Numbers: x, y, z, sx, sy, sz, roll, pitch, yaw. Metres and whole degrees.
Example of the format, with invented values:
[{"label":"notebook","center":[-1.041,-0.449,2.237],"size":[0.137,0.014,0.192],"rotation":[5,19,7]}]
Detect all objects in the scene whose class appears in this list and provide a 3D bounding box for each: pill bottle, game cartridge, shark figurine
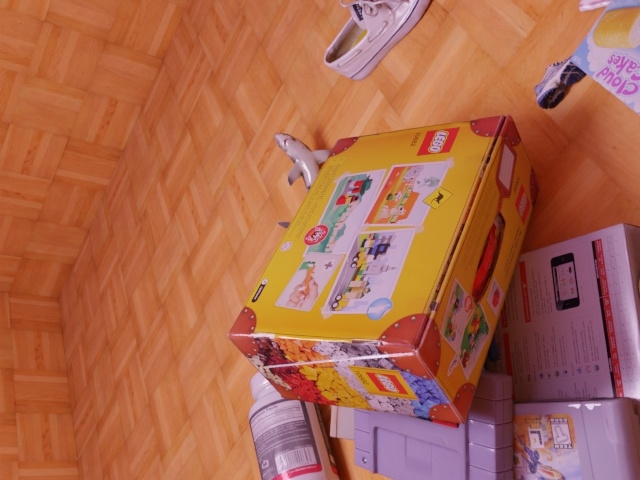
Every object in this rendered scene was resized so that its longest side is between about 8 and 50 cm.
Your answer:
[{"label":"pill bottle","center":[-0.074,0.464,1.715],"size":[0.176,0.176,0.319],"rotation":[-50,43,36]},{"label":"game cartridge","center":[0.180,0.316,1.249],"size":[0.355,0.068,0.230],"rotation":[-2,93,54]},{"label":"shark figurine","center":[-0.038,-0.145,1.928],"size":[0.116,0.166,0.278],"rotation":[170,98,-84]},{"label":"game cartridge","center":[0.354,0.344,1.102],"size":[0.297,0.062,0.198],"rotation":[-20,70,51]}]

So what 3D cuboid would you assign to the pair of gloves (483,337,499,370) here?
[{"label":"pair of gloves","center":[0.244,0.194,1.306],"size":[0.198,0.023,0.159],"rotation":[-16,57,49]}]

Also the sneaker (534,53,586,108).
[{"label":"sneaker","center":[0.437,-0.307,1.308],"size":[0.135,0.052,0.058],"rotation":[-49,40,36]}]

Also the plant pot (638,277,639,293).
[{"label":"plant pot","center":[0.517,0.062,1.030],"size":[0.095,0.134,0.134],"rotation":[138,133,-64]}]

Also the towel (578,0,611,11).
[{"label":"towel","center":[0.524,-0.508,1.256],"size":[0.144,0.029,0.197],"rotation":[4,84,56]}]

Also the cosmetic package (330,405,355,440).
[{"label":"cosmetic package","center":[0.101,0.243,1.487],"size":[0.113,0.160,0.310],"rotation":[4,91,16]}]

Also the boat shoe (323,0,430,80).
[{"label":"boat shoe","center":[0.122,-0.551,1.738],"size":[0.367,0.156,0.136],"rotation":[-44,48,41]}]

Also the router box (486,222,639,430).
[{"label":"router box","center":[0.410,0.173,1.179],"size":[0.301,0.082,0.336],"rotation":[-23,62,51]}]

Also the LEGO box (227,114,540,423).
[{"label":"LEGO box","center":[0.126,0.031,1.257],"size":[0.372,0.193,0.500],"rotation":[-2,47,38]}]

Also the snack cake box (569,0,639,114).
[{"label":"snack cake box","center":[0.534,-0.273,1.122],"size":[0.152,0.089,0.264],"rotation":[-58,39,27]}]
